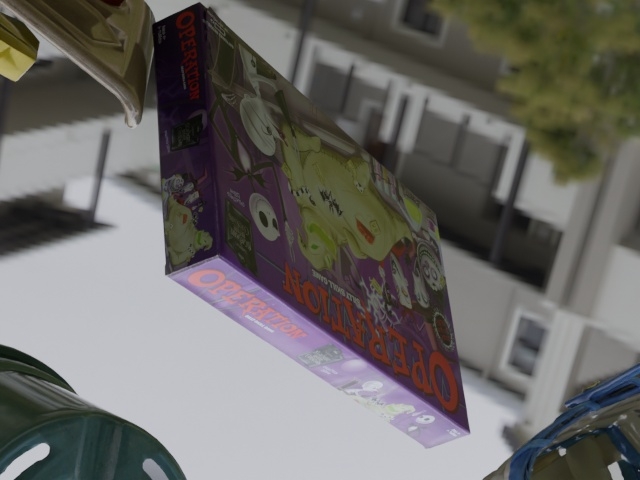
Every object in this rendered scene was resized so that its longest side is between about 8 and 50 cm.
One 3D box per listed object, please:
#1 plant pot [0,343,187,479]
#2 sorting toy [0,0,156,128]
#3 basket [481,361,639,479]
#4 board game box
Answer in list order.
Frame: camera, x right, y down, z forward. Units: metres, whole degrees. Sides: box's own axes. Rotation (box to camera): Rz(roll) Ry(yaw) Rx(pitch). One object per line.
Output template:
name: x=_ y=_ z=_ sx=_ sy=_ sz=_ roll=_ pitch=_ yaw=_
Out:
plant pot: x=-0.305 y=0.279 z=1.674 sx=0.341 sy=0.341 sz=0.334 roll=1 pitch=180 yaw=-31
sorting toy: x=-0.186 y=-0.172 z=1.051 sx=0.229 sy=0.041 sz=0.307 roll=43 pitch=-166 yaw=-18
basket: x=0.225 y=0.186 z=1.002 sx=0.201 sy=0.254 sz=0.289 roll=-25 pitch=177 yaw=-22
board game box: x=0.000 y=0.000 z=1.211 sx=0.056 sy=0.208 sz=0.347 roll=-18 pitch=147 yaw=26
